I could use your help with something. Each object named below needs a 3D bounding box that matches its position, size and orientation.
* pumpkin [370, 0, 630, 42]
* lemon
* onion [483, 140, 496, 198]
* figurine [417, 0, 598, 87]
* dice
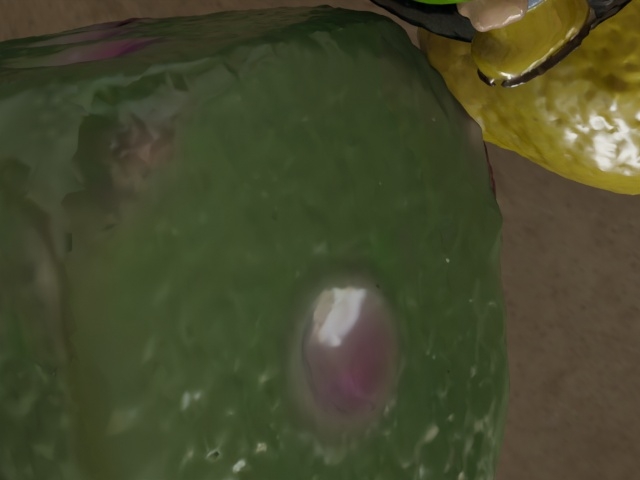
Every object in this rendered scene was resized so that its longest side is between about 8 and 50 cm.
[{"bbox_3d":[0.086,-0.207,0.866,0.233,0.233,0.163,47,60,-21],"label":"pumpkin"},{"bbox_3d":[0.249,-0.208,1.299,0.387,0.350,0.350,-21,110,5],"label":"lemon"},{"bbox_3d":[0.000,0.000,1.593,0.282,0.336,0.260,31,139,-5],"label":"onion"},{"bbox_3d":[0.028,-0.171,0.540,0.143,0.162,0.263,-18,135,17],"label":"figurine"},{"bbox_3d":[-0.112,0.049,0.869,0.322,0.330,0.318,-18,105,-46],"label":"dice"}]
